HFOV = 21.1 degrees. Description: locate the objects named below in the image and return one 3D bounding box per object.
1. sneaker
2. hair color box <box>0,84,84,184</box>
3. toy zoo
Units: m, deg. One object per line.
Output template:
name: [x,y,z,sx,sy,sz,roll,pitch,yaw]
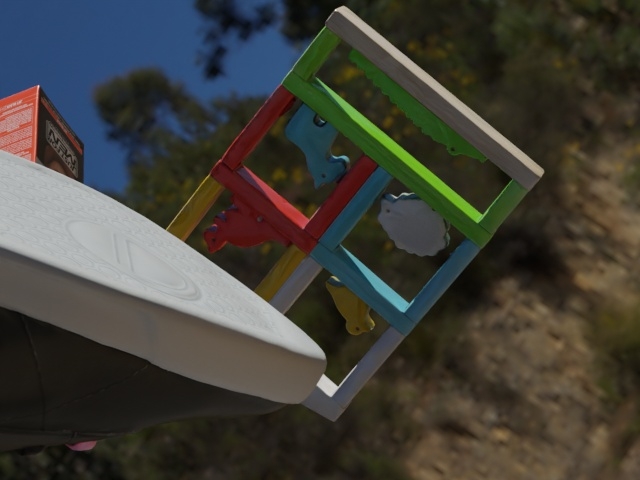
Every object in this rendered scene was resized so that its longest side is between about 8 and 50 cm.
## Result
sneaker: [-0.136,0.047,0.474,0.296,0.104,0.146,15,-75,-41]
hair color box: [-0.203,-0.035,1.227,0.072,0.043,0.141,56,-160,-45]
toy zoo: [0.000,0.000,1.278,0.293,0.192,0.030,-50,-2,19]
